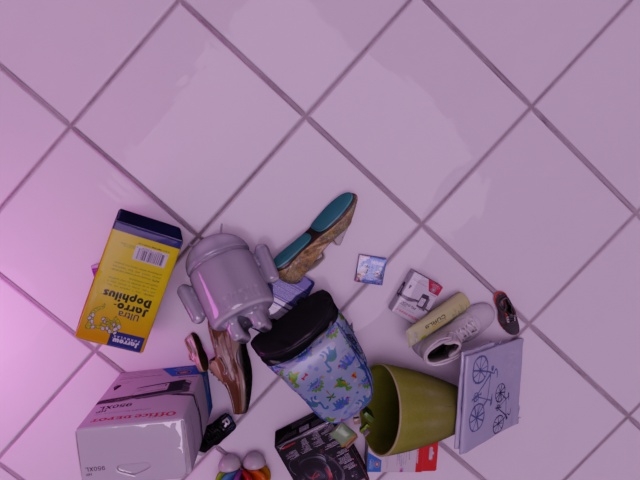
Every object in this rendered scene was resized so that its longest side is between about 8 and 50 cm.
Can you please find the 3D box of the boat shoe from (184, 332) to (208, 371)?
[{"bbox_3d":[-0.393,0.359,1.727,0.045,0.050,0.135,-33,60,13],"label":"boat shoe"}]

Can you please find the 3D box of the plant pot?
[{"bbox_3d":[0.314,0.531,1.722,0.294,0.275,0.274,7,98,-20],"label":"plant pot"}]

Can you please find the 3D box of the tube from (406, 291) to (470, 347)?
[{"bbox_3d":[0.367,0.250,1.730,0.240,0.062,0.070,-30,93,-18],"label":"tube"}]

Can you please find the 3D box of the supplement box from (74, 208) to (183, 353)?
[{"bbox_3d":[-0.558,0.115,1.607,0.196,0.194,0.356,19,96,-20],"label":"supplement box"}]

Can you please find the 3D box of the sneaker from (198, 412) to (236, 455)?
[{"bbox_3d":[-0.333,0.593,1.710,0.121,0.217,0.079,-42,77,-2],"label":"sneaker"}]

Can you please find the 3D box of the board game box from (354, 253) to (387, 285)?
[{"bbox_3d":[0.161,0.094,1.752,0.090,0.020,0.089,8,96,-4],"label":"board game box"}]

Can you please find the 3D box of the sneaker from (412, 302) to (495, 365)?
[{"bbox_3d":[0.443,0.305,1.726,0.293,0.169,0.108,-30,97,0],"label":"sneaker"}]

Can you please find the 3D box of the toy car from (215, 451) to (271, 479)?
[{"bbox_3d":[-0.252,0.786,1.771,0.182,0.136,0.159,-4,99,-3],"label":"toy car"}]

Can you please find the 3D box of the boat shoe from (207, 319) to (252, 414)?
[{"bbox_3d":[-0.289,0.384,1.729,0.120,0.122,0.323,-7,91,3],"label":"boat shoe"}]

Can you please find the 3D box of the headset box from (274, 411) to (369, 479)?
[{"bbox_3d":[0.011,0.721,1.790,0.218,0.110,0.293,-28,99,1],"label":"headset box"}]

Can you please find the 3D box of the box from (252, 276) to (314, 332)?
[{"bbox_3d":[-0.127,0.197,1.735,0.137,0.036,0.225,30,89,-7],"label":"box"}]

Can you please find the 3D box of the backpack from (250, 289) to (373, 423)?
[{"bbox_3d":[0.010,0.381,1.674,0.290,0.273,0.355,-34,128,-7],"label":"backpack"}]

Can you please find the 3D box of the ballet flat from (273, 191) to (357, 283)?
[{"bbox_3d":[0.000,0.000,1.685,0.348,0.123,0.123,-44,98,-5],"label":"ballet flat"}]

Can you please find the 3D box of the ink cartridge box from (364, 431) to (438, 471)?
[{"bbox_3d":[0.266,0.688,1.816,0.231,0.078,0.134,2,99,-4],"label":"ink cartridge box"}]

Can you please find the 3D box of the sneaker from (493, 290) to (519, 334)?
[{"bbox_3d":[0.608,0.244,1.777,0.061,0.065,0.157,-27,99,1],"label":"sneaker"}]

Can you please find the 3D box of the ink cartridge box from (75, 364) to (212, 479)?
[{"bbox_3d":[-0.489,0.516,1.588,0.286,0.395,0.166,-5,98,-3],"label":"ink cartridge box"}]

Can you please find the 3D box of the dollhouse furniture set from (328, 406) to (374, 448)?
[{"bbox_3d":[0.103,0.582,1.688,0.076,0.058,0.151,43,95,-9],"label":"dollhouse furniture set"}]

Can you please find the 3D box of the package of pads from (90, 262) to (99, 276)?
[{"bbox_3d":[-0.665,0.089,1.699,0.084,0.032,0.050,-17,97,-1],"label":"package of pads"}]

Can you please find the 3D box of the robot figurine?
[{"bbox_3d":[-0.269,0.125,1.612,0.300,0.199,0.353,-28,73,-5],"label":"robot figurine"}]

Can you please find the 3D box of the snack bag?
[{"bbox_3d":[0.543,0.474,1.739,0.343,0.037,0.322,-6,100,-40],"label":"snack bag"}]

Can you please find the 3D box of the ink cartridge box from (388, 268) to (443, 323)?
[{"bbox_3d":[0.303,0.183,1.752,0.109,0.063,0.150,29,96,-7],"label":"ink cartridge box"}]
